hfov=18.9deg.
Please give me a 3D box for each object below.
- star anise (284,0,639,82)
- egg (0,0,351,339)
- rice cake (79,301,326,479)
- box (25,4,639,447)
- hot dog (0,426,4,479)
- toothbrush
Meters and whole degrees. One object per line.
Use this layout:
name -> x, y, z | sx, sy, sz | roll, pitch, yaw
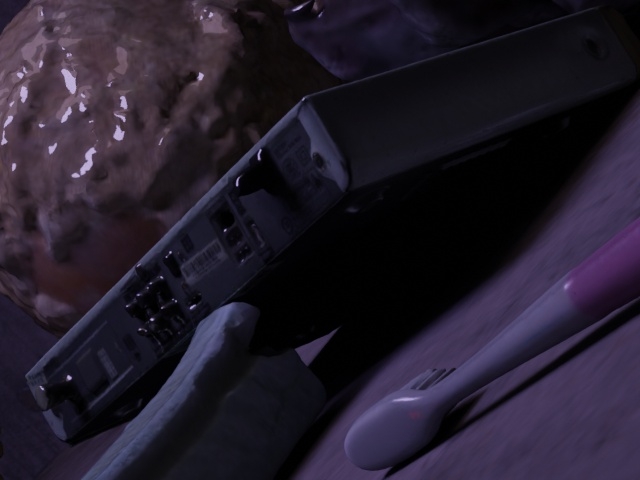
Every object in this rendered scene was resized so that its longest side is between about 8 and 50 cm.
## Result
star anise -> 0.152, -0.174, 0.986 | 0.359, 0.139, 0.316 | -29, 14, 11
egg -> -0.096, -0.051, 1.217 | 0.279, 0.279, 0.310 | -44, -11, 27
rice cake -> -0.098, 0.140, 0.662 | 0.066, 0.063, 0.336 | -45, 4, 43
box -> 0.000, 0.000, 0.846 | 0.211, 0.045, 0.270 | -21, -14, -41
hot dog -> -0.203, 0.105, 0.637 | 0.213, 0.103, 0.146 | -21, 17, 20
toothbrush -> 0.079, 0.004, 0.471 | 0.025, 0.020, 0.286 | -40, -1, -37
